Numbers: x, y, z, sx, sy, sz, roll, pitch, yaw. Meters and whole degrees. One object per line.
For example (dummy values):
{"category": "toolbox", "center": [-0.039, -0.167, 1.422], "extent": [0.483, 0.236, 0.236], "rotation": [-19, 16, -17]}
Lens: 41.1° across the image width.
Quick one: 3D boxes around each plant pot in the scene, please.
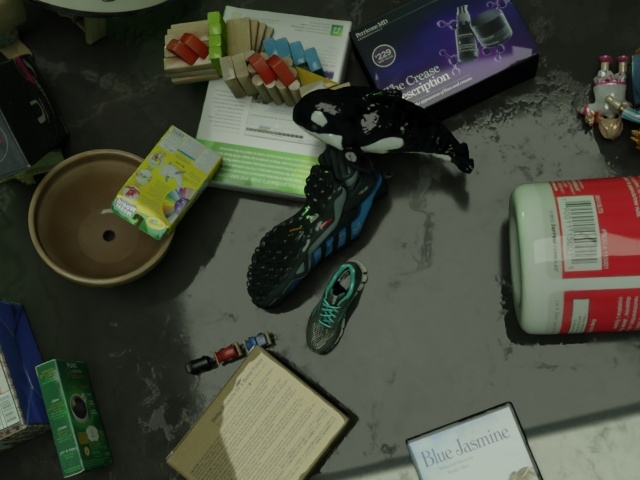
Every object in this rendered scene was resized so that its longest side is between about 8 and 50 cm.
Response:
{"category": "plant pot", "center": [-0.358, -0.024, 1.433], "extent": [0.237, 0.110, 0.238], "rotation": [2, 69, -6]}

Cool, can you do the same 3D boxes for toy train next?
{"category": "toy train", "center": [-0.151, 0.186, 1.414], "extent": [0.158, 0.036, 0.027], "rotation": [-22, 77, 4]}

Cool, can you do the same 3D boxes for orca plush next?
{"category": "orca plush", "center": [0.106, -0.177, 1.289], "extent": [0.287, 0.102, 0.151], "rotation": [27, 62, 0]}

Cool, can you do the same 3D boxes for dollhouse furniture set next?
{"category": "dollhouse furniture set", "center": [-0.523, -0.391, 1.497], "extent": [0.161, 0.212, 0.242], "rotation": [43, 63, 13]}

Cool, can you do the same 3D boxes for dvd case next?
{"category": "dvd case", "center": [0.260, 0.399, 1.320], "extent": [0.180, 0.022, 0.253], "rotation": [-22, 77, 4]}

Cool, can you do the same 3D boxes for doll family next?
{"category": "doll family", "center": [0.551, -0.221, 1.347], "extent": [0.262, 0.118, 0.163], "rotation": [3, 80, 9]}

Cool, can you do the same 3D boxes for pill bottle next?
{"category": "pill bottle", "center": [0.492, 0.017, 1.254], "extent": [0.407, 0.229, 0.229], "rotation": [-3, 79, 8]}

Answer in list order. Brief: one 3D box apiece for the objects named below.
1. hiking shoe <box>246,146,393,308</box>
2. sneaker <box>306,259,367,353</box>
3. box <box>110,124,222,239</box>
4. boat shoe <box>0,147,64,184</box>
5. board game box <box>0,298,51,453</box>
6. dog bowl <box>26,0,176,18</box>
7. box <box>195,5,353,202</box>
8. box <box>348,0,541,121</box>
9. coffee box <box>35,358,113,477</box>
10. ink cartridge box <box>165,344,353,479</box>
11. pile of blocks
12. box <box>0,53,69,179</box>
{"category": "hiking shoe", "center": [0.000, 0.000, 1.389], "extent": [0.304, 0.132, 0.113], "rotation": [-53, 43, 17]}
{"category": "sneaker", "center": [0.019, 0.103, 1.385], "extent": [0.064, 0.076, 0.167], "rotation": [22, 83, 13]}
{"category": "box", "center": [-0.251, -0.089, 1.393], "extent": [0.105, 0.043, 0.179], "rotation": [33, 66, 4]}
{"category": "boat shoe", "center": [-0.518, -0.122, 1.522], "extent": [0.135, 0.050, 0.045], "rotation": [-20, 102, 11]}
{"category": "board game box", "center": [-0.617, 0.259, 1.414], "extent": [0.290, 0.141, 0.232], "rotation": [-24, 77, 3]}
{"category": "dog bowl", "center": [-0.388, -0.570, 1.439], "extent": [0.407, 0.150, 0.408], "rotation": [9, 54, -13]}
{"category": "box", "center": [-0.084, -0.236, 1.477], "extent": [0.232, 0.058, 0.322], "rotation": [10, 80, 10]}
{"category": "box", "center": [0.205, -0.312, 1.427], "extent": [0.261, 0.103, 0.184], "rotation": [-26, 74, 3]}
{"category": "coffee box", "center": [-0.401, 0.287, 1.394], "extent": [0.040, 0.113, 0.184], "rotation": [-21, 78, 7]}
{"category": "ink cartridge box", "center": [-0.093, 0.316, 1.354], "extent": [0.193, 0.088, 0.235], "rotation": [38, 87, 15]}
{"category": "pile of blocks", "center": [-0.102, -0.303, 1.406], "extent": [0.362, 0.112, 0.149], "rotation": [19, 82, 11]}
{"category": "box", "center": [-0.539, -0.196, 1.406], "extent": [0.143, 0.270, 0.165], "rotation": [-22, 108, 4]}
